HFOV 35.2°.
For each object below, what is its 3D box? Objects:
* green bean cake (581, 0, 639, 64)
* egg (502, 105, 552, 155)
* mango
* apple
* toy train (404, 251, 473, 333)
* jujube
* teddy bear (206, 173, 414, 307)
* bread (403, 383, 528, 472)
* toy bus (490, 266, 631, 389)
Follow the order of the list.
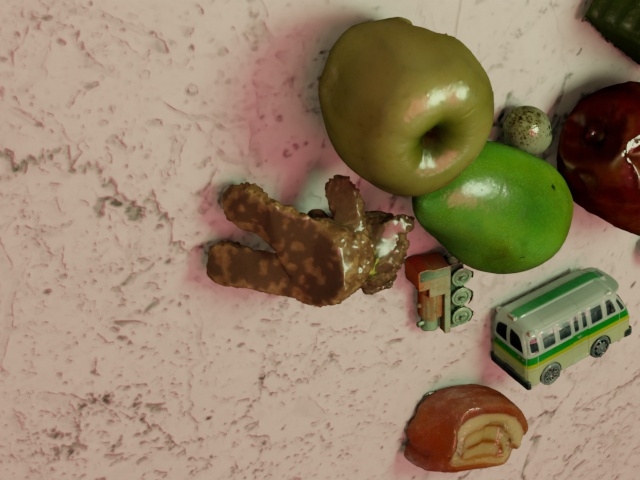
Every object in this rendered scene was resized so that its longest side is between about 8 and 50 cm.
[{"bbox_3d":[0.623,-0.369,1.755,0.247,0.250,0.156,25,101,-38],"label":"green bean cake"},{"bbox_3d":[0.372,-0.194,1.801,0.110,0.085,0.085,33,95,-41],"label":"egg"},{"bbox_3d":[0.291,-0.056,1.745,0.382,0.201,0.225,10,125,-44],"label":"mango"},{"bbox_3d":[0.125,-0.202,1.530,0.279,0.279,0.279,-15,122,-25],"label":"apple"},{"bbox_3d":[0.221,0.099,1.882,0.118,0.074,0.176,-14,127,-14],"label":"toy train"},{"bbox_3d":[0.612,-0.143,1.876,0.377,0.276,0.276,17,106,-35],"label":"jujube"},{"bbox_3d":[-0.009,-0.004,1.642,0.296,0.222,0.246,22,115,6],"label":"teddy bear"},{"bbox_3d":[0.308,0.381,2.056,0.244,0.123,0.190,-1,114,-33],"label":"bread"},{"bbox_3d":[0.487,0.166,2.040,0.276,0.133,0.164,-25,126,-19],"label":"toy bus"}]
